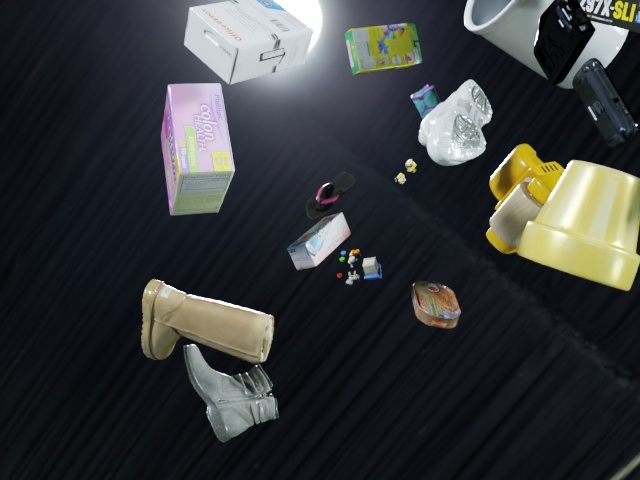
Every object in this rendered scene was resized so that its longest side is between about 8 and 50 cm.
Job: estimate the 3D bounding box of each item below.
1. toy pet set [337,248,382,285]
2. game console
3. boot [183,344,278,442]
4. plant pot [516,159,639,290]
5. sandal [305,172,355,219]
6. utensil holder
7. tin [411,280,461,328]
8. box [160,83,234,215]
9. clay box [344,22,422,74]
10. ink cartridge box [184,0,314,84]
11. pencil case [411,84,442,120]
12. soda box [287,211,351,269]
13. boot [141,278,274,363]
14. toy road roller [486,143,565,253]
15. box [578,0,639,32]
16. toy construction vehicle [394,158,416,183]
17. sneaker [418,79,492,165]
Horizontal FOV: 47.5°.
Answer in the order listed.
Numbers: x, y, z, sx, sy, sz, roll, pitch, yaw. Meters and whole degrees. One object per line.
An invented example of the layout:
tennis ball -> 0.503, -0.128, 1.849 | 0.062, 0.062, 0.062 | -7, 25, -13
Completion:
toy pet set -> 0.114, 0.084, 2.085 | 0.122, 0.114, 0.065 | -75, 152, -53
game console -> 0.588, -0.364, 1.626 | 0.213, 0.044, 0.361 | 91, -24, -74
boot -> -0.203, 0.324, 1.670 | 0.246, 0.161, 0.083 | 61, -7, 13
plant pot -> 0.596, -0.041, 1.613 | 0.254, 0.239, 0.254 | 18, 5, -2
sandal -> 0.025, -0.130, 2.004 | 0.067, 0.179, 0.040 | 42, -17, 14
utensil holder -> 0.689, -0.687, 2.220 | 0.386, 0.327, 0.327 | 27, 13, -22
tin -> 0.276, 0.154, 1.757 | 0.106, 0.040, 0.189 | 14, 22, -5
box -> -0.284, -0.199, 1.642 | 0.117, 0.243, 0.213 | -5, 72, -19
clay box -> 0.189, -0.568, 2.153 | 0.222, 0.127, 0.053 | -13, 4, -25
ink cartridge box -> -0.139, -0.393, 1.410 | 0.203, 0.086, 0.148 | -26, 60, -40
pencil case -> 0.290, -0.313, 1.825 | 0.151, 0.064, 0.070 | 58, 44, -13
soda box -> 0.000, 0.000, 1.716 | 0.183, 0.058, 0.063 | -42, 112, -50
boot -> -0.239, 0.207, 1.530 | 0.270, 0.236, 0.089 | 17, 47, 9
toy road roller -> 0.535, -0.122, 1.904 | 0.330, 0.202, 0.240 | -13, 55, -48
box -> 0.791, -0.671, 1.837 | 0.079, 0.257, 0.322 | -15, 33, -26
toy construction vehicle -> 0.286, -0.223, 2.394 | 0.035, 0.086, 0.098 | 43, -6, 12
sneaker -> 0.208, -0.173, 1.196 | 0.090, 0.115, 0.232 | 52, 37, -11
